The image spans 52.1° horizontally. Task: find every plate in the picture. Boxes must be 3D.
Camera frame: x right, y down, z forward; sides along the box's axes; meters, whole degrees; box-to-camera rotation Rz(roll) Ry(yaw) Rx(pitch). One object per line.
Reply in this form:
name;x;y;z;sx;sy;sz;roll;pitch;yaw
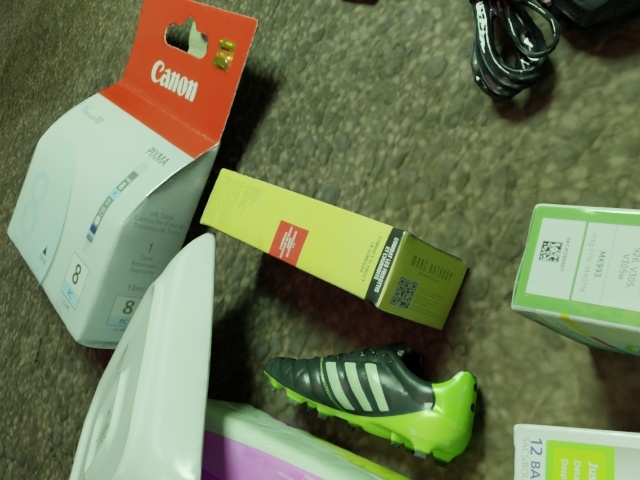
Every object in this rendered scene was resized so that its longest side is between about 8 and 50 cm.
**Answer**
plate;-0.166;0.162;0.561;0.277;0.045;0.278;-57;23;30

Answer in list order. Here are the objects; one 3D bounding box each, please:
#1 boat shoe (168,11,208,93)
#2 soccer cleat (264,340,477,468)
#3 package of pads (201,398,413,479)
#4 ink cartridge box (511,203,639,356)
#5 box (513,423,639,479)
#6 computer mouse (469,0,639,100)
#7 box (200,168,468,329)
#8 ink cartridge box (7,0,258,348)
boat shoe;-0.147;-0.212;0.800;0.049;0.042;0.133;34;106;32
soccer cleat;0.034;0.107;0.488;0.179;0.060;0.072;10;71;39
package of pads;-0.022;0.257;0.442;0.297;0.101;0.229;8;79;46
ink cartridge box;0.212;0.032;0.306;0.209;0.109;0.062;7;79;44
box;0.197;0.145;0.278;0.203;0.103;0.114;-8;69;42
computer mouse;0.212;-0.227;0.437;0.272;0.072;0.188;-22;76;43
box;0.000;0.000;0.539;0.232;0.087;0.058;23;90;45
ink cartridge box;-0.244;-0.113;0.784;0.308;0.091;0.384;34;107;46
